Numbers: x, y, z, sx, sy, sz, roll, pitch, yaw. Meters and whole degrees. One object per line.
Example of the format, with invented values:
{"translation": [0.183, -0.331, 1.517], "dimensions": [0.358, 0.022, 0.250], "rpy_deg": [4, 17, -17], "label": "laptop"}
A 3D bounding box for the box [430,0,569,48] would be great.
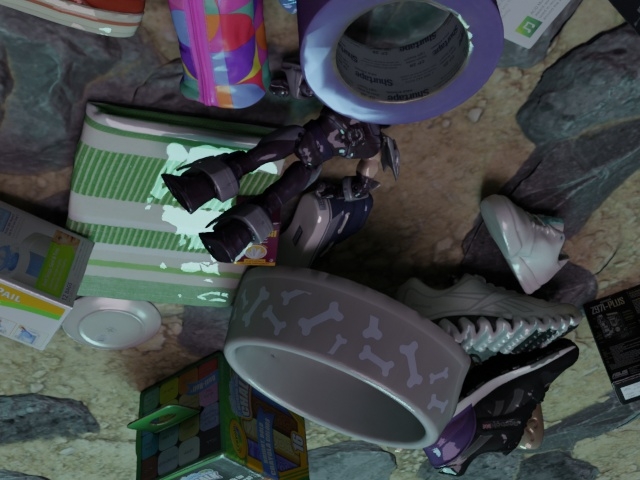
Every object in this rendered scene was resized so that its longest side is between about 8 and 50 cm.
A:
{"translation": [0.135, -0.327, 0.802], "dimensions": [0.321, 0.059, 0.232], "rpy_deg": [16, 134, -27], "label": "box"}

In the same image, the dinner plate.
{"translation": [-0.300, 0.122, 1.277], "dimensions": [0.141, 0.017, 0.141], "rpy_deg": [-4, 140, -3], "label": "dinner plate"}

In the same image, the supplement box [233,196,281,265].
{"translation": [-0.078, -0.011, 1.081], "dimensions": [0.054, 0.043, 0.083], "rpy_deg": [2, 139, -8], "label": "supplement box"}

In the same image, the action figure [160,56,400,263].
{"translation": [-0.022, -0.099, 0.972], "dimensions": [0.285, 0.099, 0.185], "rpy_deg": [-33, 110, -15], "label": "action figure"}

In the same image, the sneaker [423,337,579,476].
{"translation": [0.274, 0.250, 1.337], "dimensions": [0.283, 0.107, 0.124], "rpy_deg": [-27, 98, -10], "label": "sneaker"}

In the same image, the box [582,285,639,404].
{"translation": [0.510, 0.144, 1.340], "dimensions": [0.180, 0.147, 0.077], "rpy_deg": [-23, 138, 15], "label": "box"}

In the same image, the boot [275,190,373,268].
{"translation": [0.000, 0.000, 1.151], "dimensions": [0.086, 0.069, 0.190], "rpy_deg": [-9, 154, -28], "label": "boot"}

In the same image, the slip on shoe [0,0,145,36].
{"translation": [-0.306, -0.269, 0.761], "dimensions": [0.331, 0.123, 0.101], "rpy_deg": [12, 113, -22], "label": "slip on shoe"}

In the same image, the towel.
{"translation": [-0.189, -0.030, 1.107], "dimensions": [0.247, 0.038, 0.325], "rpy_deg": [6, 139, -16], "label": "towel"}

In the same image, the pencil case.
{"translation": [-0.103, -0.232, 0.836], "dimensions": [0.104, 0.104, 0.236], "rpy_deg": [-8, 140, -1], "label": "pencil case"}

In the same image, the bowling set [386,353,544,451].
{"translation": [0.204, 0.261, 1.456], "dimensions": [0.286, 0.154, 0.200], "rpy_deg": [3, 170, -17], "label": "bowling set"}

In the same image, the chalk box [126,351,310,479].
{"translation": [-0.172, 0.309, 1.394], "dimensions": [0.180, 0.179, 0.289], "rpy_deg": [-27, 135, 22], "label": "chalk box"}

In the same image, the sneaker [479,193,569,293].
{"translation": [0.281, -0.012, 1.189], "dimensions": [0.094, 0.080, 0.212], "rpy_deg": [-31, 143, 8], "label": "sneaker"}

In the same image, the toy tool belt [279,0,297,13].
{"translation": [-0.026, -0.246, 0.868], "dimensions": [0.052, 0.051, 0.083], "rpy_deg": [-21, 138, 14], "label": "toy tool belt"}

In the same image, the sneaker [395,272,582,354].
{"translation": [0.241, 0.100, 1.267], "dimensions": [0.292, 0.118, 0.110], "rpy_deg": [-1, 152, -20], "label": "sneaker"}

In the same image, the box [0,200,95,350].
{"translation": [-0.392, 0.027, 1.051], "dimensions": [0.203, 0.114, 0.103], "rpy_deg": [26, 132, -20], "label": "box"}

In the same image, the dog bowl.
{"translation": [0.027, 0.168, 1.189], "dimensions": [0.348, 0.102, 0.349], "rpy_deg": [21, 156, 10], "label": "dog bowl"}

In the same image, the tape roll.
{"translation": [0.072, -0.201, 0.836], "dimensions": [0.188, 0.080, 0.189], "rpy_deg": [-2, 144, -2], "label": "tape roll"}

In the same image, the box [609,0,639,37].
{"translation": [0.409, -0.261, 0.819], "dimensions": [0.247, 0.142, 0.163], "rpy_deg": [-6, 142, -30], "label": "box"}
